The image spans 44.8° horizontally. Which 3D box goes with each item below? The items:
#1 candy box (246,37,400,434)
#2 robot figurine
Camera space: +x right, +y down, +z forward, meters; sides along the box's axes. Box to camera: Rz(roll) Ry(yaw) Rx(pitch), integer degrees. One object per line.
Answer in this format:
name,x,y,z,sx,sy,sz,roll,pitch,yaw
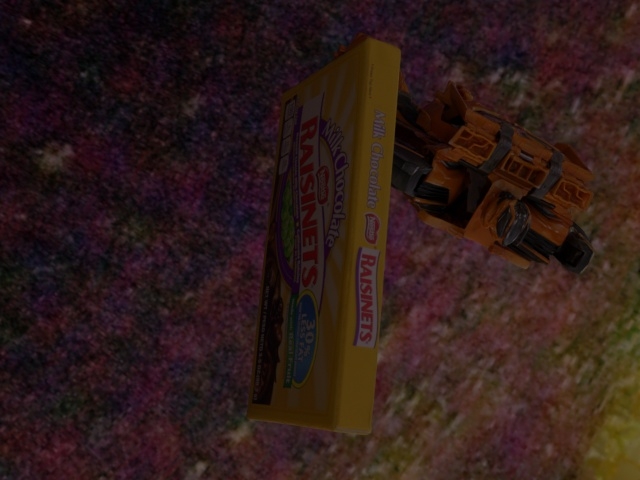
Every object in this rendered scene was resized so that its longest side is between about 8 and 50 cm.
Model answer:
candy box,0.000,0.000,0.438,0.027,0.105,0.206,12,76,-30
robot figurine,0.093,-0.075,0.585,0.211,0.291,0.085,22,107,-21
